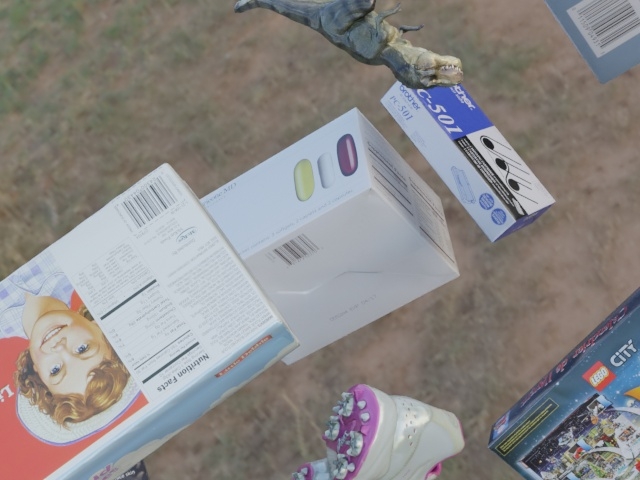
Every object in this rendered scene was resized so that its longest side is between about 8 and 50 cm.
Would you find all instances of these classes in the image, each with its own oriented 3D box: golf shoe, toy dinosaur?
[{"bbox_3d":[0.050,0.270,1.372,0.306,0.140,0.115,119,150,-46],"label":"golf shoe"},{"bbox_3d":[0.029,-0.238,1.257,0.268,0.064,0.118,28,104,28],"label":"toy dinosaur"}]

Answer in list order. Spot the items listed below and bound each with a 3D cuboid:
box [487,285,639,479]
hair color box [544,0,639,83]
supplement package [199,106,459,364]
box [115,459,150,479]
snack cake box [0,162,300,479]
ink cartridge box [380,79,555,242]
[{"bbox_3d":[0.279,0.144,1.081,0.233,0.159,0.044,-48,3,22],"label":"box"},{"bbox_3d":[0.310,-0.393,1.619,0.114,0.185,0.374,-31,44,18],"label":"hair color box"},{"bbox_3d":[0.000,0.000,1.582,0.262,0.204,0.145,-30,42,20],"label":"supplement package"},{"bbox_3d":[-0.249,0.281,1.301,0.156,0.158,0.093,-18,9,-18],"label":"box"},{"bbox_3d":[-0.167,0.087,0.924,0.264,0.089,0.152,-36,72,-2],"label":"snack cake box"},{"bbox_3d":[0.166,-0.100,1.437,0.097,0.207,0.046,-23,-19,-50],"label":"ink cartridge box"}]
